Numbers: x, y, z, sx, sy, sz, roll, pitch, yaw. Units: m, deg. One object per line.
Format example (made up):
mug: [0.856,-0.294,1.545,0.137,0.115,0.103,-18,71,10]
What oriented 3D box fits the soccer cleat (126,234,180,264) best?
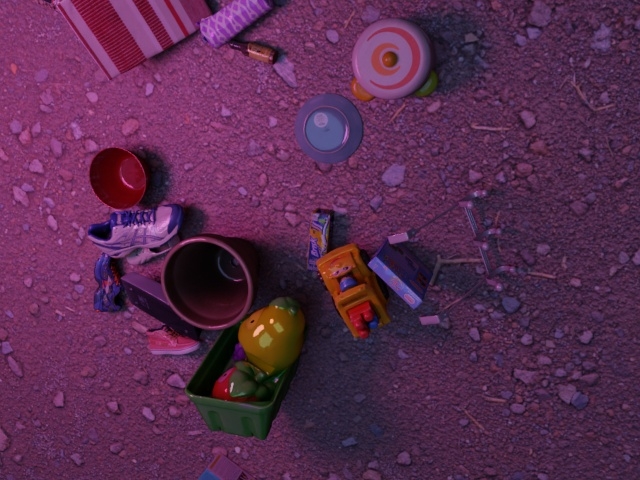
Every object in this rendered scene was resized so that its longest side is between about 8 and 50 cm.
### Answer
soccer cleat: [-0.508,0.025,1.954,0.196,0.076,0.068,-22,98,20]

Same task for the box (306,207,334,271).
box: [0.000,0.000,1.817,0.054,0.059,0.168,9,107,11]

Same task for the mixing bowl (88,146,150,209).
mixing bowl: [-0.563,-0.186,1.901,0.182,0.098,0.181,4,105,15]

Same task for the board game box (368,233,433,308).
board game box: [0.211,0.075,1.697,0.160,0.211,0.039,44,112,1]

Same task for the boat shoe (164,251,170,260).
boat shoe: [-0.409,0.137,1.955,0.079,0.081,0.227,-15,100,19]

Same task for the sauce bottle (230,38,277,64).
sauce bottle: [-0.177,-0.502,1.738,0.128,0.042,0.042,19,109,8]

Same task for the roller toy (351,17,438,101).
roller toy: [0.176,-0.441,1.602,0.210,0.146,0.191,-1,104,16]

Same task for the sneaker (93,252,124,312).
sneaker: [-0.644,0.122,2.027,0.087,0.083,0.221,8,113,-1]

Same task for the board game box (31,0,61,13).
board game box: [-0.622,-0.711,1.751,0.291,0.141,0.232,25,110,8]

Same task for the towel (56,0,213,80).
towel: [-0.469,-0.591,1.688,0.329,0.037,0.237,-31,126,-2]

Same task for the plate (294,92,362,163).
plate: [0.018,-0.296,1.751,0.188,0.024,0.188,4,107,15]

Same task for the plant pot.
plant pot: [-0.271,0.088,1.824,0.263,0.229,0.262,4,106,15]

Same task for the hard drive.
hard drive: [-0.466,0.193,1.952,0.255,0.054,0.172,26,149,16]

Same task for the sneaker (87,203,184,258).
sneaker: [-0.531,-0.037,1.876,0.297,0.131,0.111,-23,55,18]

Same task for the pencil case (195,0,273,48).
pencil case: [-0.221,-0.584,1.703,0.206,0.086,0.088,-30,108,17]

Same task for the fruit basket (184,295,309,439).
fruit basket: [-0.174,0.302,1.783,0.283,0.392,0.391,6,106,14]

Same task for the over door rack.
over door rack: [0.344,0.035,1.605,0.108,0.324,0.239,-10,104,56]

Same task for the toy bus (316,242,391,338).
toy bus: [0.092,0.150,1.729,0.150,0.211,0.220,-26,116,10]

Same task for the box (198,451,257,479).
box: [-0.259,0.786,2.081,0.244,0.100,0.060,37,112,4]

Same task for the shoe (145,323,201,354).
shoe: [-0.456,0.302,2.022,0.178,0.063,0.081,-7,108,21]
